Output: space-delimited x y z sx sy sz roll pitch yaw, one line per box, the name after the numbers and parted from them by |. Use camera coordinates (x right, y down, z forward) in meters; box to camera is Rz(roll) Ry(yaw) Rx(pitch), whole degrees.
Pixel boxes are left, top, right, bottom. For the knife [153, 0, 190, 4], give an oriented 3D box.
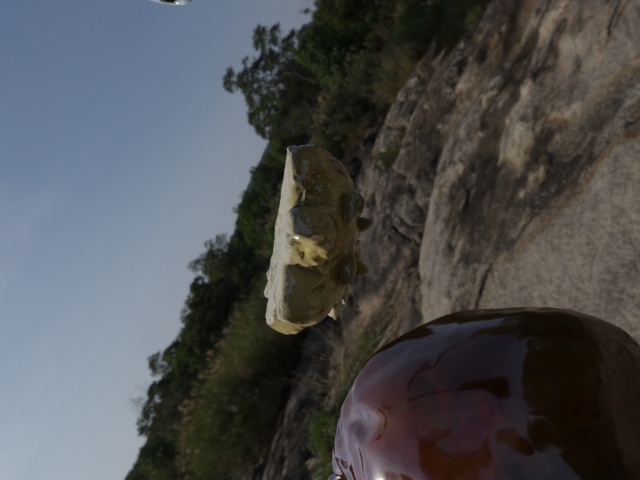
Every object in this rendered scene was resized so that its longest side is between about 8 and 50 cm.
-0.316 -0.317 0.618 0.080 0.332 0.044 -147 58 -63 | knife

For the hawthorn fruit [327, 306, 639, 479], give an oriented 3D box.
0.112 0.153 0.375 0.208 0.248 0.208 -15 -90 -72 | hawthorn fruit

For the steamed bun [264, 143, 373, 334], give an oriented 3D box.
0.000 0.000 0.764 0.292 0.137 0.295 -92 14 -53 | steamed bun
